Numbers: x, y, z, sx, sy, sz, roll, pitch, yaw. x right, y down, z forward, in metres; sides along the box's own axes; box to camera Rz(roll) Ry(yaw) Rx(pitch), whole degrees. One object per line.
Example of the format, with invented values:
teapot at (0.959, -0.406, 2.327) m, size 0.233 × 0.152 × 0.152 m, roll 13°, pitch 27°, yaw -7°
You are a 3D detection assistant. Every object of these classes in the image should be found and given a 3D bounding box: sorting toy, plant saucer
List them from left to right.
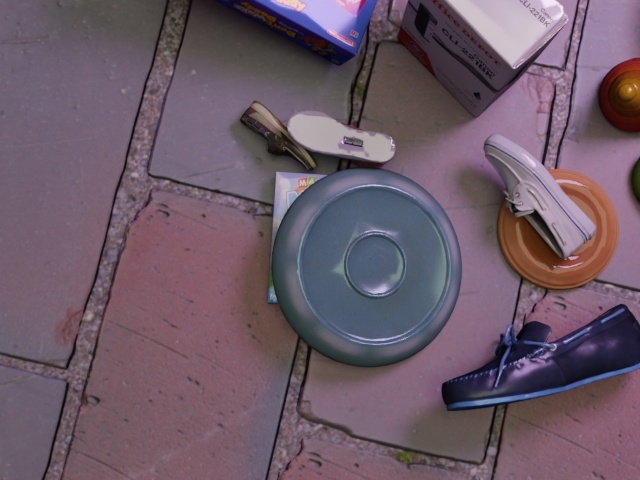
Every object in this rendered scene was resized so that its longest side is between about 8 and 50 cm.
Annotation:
plant saucer at (0.082, 0.040, 1.295) m, size 0.317 × 0.043 × 0.318 m, roll 1°, pitch 86°, yaw -14°
plant saucer at (0.389, -0.020, 1.345) m, size 0.199 × 0.037 × 0.200 m, roll 0°, pitch 83°, yaw -1°
sorting toy at (0.536, -0.117, 1.293) m, size 0.127 × 0.126 × 0.366 m, roll -25°, pitch 84°, yaw 29°

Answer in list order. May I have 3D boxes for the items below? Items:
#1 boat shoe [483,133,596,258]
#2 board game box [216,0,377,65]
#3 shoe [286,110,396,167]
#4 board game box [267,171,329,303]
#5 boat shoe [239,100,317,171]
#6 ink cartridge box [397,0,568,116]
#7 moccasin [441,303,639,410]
boat shoe at (0.328, -0.067, 1.288) m, size 0.226 × 0.083 × 0.076 m, roll 44°, pitch 84°, yaw 3°
board game box at (-0.065, -0.457, 1.275) m, size 0.347 × 0.078 × 0.234 m, roll 25°, pitch 80°, yaw -17°
shoe at (0.031, -0.156, 1.330) m, size 0.177 × 0.081 × 0.064 m, roll 14°, pitch 84°, yaw -3°
board game box at (0.000, 0.000, 1.335) m, size 0.160 × 0.039 × 0.212 m, roll 3°, pitch 83°, yaw -1°
boat shoe at (-0.068, -0.161, 1.347) m, size 0.049 × 0.056 × 0.152 m, roll -45°, pitch 77°, yaw 0°
ink cartridge box at (0.234, -0.322, 1.255) m, size 0.114 × 0.273 × 0.197 m, roll -43°, pitch 86°, yaw -5°
moccasin at (0.340, 0.181, 1.292) m, size 0.341 × 0.138 × 0.117 m, roll -12°, pitch 80°, yaw -16°
